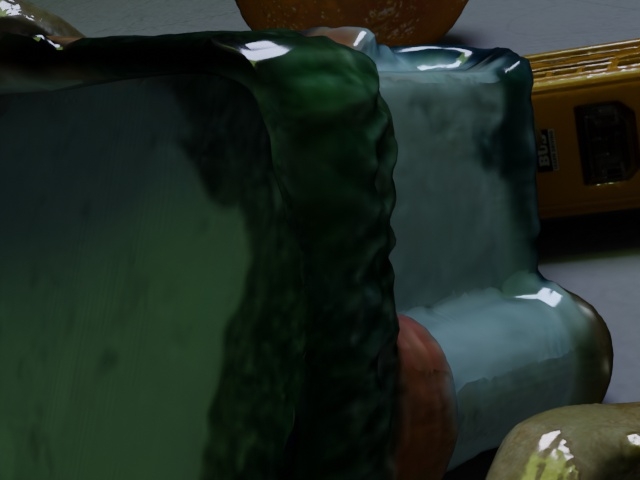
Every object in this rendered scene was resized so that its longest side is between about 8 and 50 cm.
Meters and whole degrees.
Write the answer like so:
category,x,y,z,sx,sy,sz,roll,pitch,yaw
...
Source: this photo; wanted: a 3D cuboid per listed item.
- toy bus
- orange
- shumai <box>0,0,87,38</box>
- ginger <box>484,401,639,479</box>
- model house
category,x,y,z,sx,sy,sz,roll,pitch,yaw
toy bus,0.130,-0.050,0.692,0.194,0.083,0.088,-7,10,17
orange,0.027,-0.209,1.112,0.193,0.161,0.193,-11,27,6
shumai,-0.223,-0.072,0.944,0.201,0.120,0.201,6,-21,2
ginger,0.153,0.045,0.440,0.288,0.075,0.089,-24,-19,-26
model house,0.000,0.000,0.553,0.291,0.184,0.253,-14,12,-42
